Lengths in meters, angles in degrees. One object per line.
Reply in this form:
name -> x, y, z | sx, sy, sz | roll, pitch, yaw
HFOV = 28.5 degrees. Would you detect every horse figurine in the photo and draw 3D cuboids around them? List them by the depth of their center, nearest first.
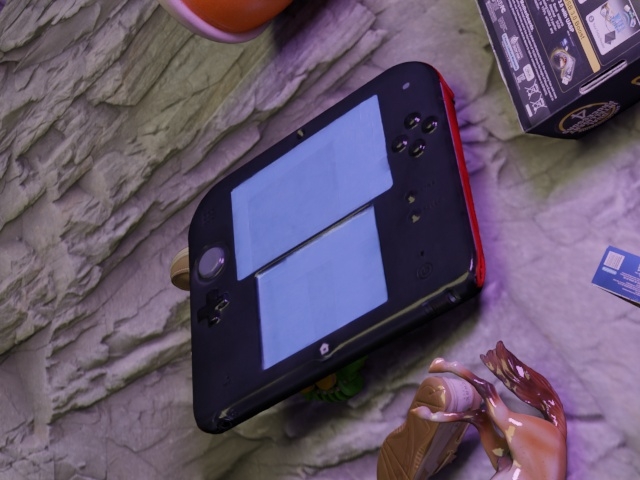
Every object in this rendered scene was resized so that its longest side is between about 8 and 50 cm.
horse figurine -> 0.140, 0.212, 1.077 | 0.263, 0.174, 0.066 | -62, -9, -15

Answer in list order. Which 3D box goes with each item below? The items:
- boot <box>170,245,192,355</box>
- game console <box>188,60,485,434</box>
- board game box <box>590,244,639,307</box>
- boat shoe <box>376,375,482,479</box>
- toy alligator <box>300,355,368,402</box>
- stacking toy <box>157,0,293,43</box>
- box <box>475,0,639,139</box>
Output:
boot -> -0.135, 0.090, 1.606 | 0.213, 0.077, 0.165 | -11, 62, 48
game console -> 0.000, 0.000, 1.401 | 0.386, 0.060, 0.342 | -32, 40, 28
board game box -> 0.309, 0.065, 0.903 | 0.201, 0.136, 0.035 | 27, 93, 59
boat shoe -> 0.105, 0.194, 1.198 | 0.170, 0.059, 0.063 | -64, 36, 41
toy alligator -> -0.004, 0.157, 1.396 | 0.190, 0.056, 0.051 | -19, 96, 50
stacking toy -> 0.002, -0.480, 1.634 | 0.480, 0.350, 0.350 | -13, 58, 32
box -> 0.261, -0.338, 1.160 | 0.318, 0.097, 0.394 | -36, 63, 42
